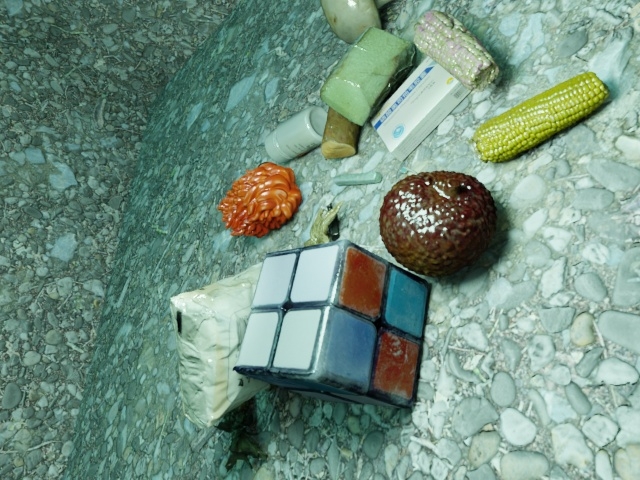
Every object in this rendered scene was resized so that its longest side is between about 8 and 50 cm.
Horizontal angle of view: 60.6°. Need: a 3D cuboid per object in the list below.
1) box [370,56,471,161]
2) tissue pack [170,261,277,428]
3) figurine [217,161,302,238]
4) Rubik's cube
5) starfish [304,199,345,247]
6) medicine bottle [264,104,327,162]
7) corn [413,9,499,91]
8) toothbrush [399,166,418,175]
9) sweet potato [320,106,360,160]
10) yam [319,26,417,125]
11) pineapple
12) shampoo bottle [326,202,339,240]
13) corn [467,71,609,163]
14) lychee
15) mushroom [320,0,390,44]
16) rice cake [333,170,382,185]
[{"bbox_3d":[0.305,-0.414,1.586,0.343,0.065,0.200,-46,38,22],"label":"box"},{"bbox_3d":[-0.219,0.269,1.457,0.195,0.376,0.389,5,100,29],"label":"tissue pack"},{"bbox_3d":[-0.224,-0.160,1.986,0.306,0.241,0.412,-34,19,0],"label":"figurine"},{"bbox_3d":[0.031,0.204,1.300,0.316,0.319,0.313,-11,59,47],"label":"Rubik's cube"},{"bbox_3d":[0.000,0.000,1.685,0.236,0.062,0.277,-147,70,-68],"label":"starfish"},{"bbox_3d":[-0.082,-0.380,1.987,0.252,0.145,0.144,-19,54,42],"label":"medicine bottle"},{"bbox_3d":[0.353,-0.501,1.429,0.126,0.127,0.335,-48,40,19],"label":"corn"},{"bbox_3d":[0.281,-0.171,1.497,0.022,0.017,0.204,-50,35,-1],"label":"toothbrush"},{"bbox_3d":[0.082,-0.421,1.823,0.131,0.131,0.336,-18,50,45],"label":"sweet potato"},{"bbox_3d":[0.141,-0.490,1.685,0.271,0.203,0.201,-52,-15,-29],"label":"yam"},{"bbox_3d":[-0.242,0.540,1.606,0.119,0.130,0.277,-26,38,0],"label":"pineapple"},{"bbox_3d":[0.037,-0.060,1.721,0.048,0.027,0.137,-48,36,34],"label":"shampoo bottle"},{"bbox_3d":[0.487,-0.271,1.235,0.305,0.106,0.106,-26,48,34],"label":"corn"},{"bbox_3d":[0.264,-0.038,1.243,0.261,0.261,0.260,-30,46,37],"label":"lychee"},{"bbox_3d":[0.148,-0.852,1.927,0.290,0.297,0.297,-24,45,9],"label":"mushroom"},{"bbox_3d":[0.112,-0.192,1.711,0.208,0.033,0.033,3,71,53],"label":"rice cake"}]
